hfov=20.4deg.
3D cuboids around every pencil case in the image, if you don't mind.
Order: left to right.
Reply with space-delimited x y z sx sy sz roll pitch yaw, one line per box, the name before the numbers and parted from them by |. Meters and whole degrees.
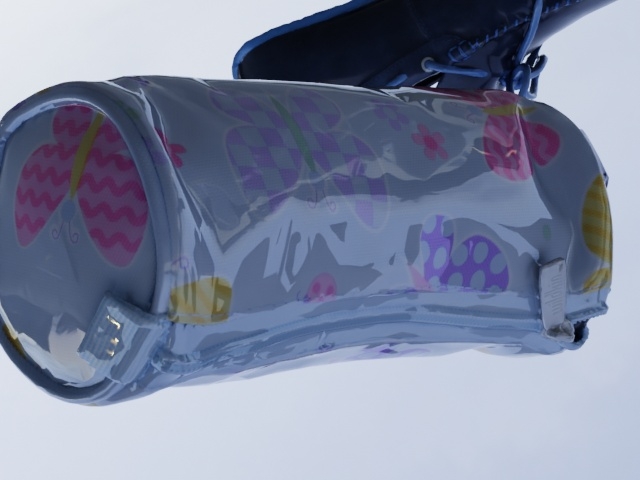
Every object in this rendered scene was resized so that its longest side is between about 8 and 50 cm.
pencil case | 0.000 0.000 0.701 0.273 0.124 0.113 0 148 -45

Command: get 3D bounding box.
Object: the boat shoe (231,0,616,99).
boat shoe | 0.077 -0.105 0.994 0.258 0.089 0.109 -18 177 33
